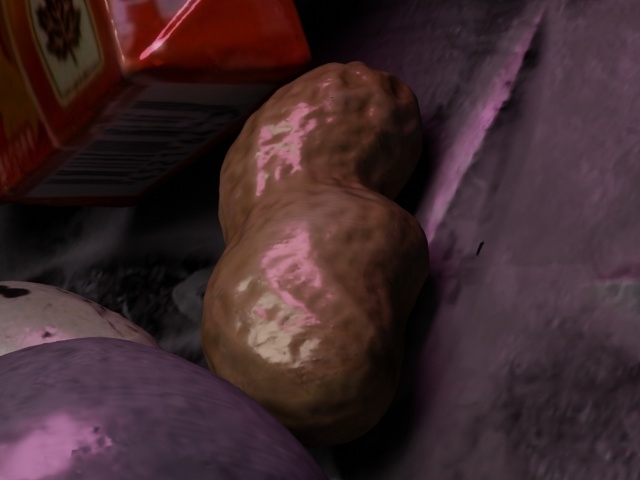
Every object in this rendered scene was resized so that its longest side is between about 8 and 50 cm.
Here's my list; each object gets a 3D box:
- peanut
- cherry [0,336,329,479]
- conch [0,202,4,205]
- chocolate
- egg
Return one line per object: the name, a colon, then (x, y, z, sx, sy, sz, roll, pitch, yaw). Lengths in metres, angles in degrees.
peanut: (0.000, -0.001, 0.908, 0.104, 0.085, 0.227, -10, 46, 13)
cherry: (-0.109, 0.159, 0.769, 0.255, 0.218, 0.296, -58, 26, 4)
conch: (-0.204, -0.087, 1.203, 0.200, 0.172, 0.131, -27, 76, -3)
chocolate: (-0.127, -0.151, 1.042, 0.237, 0.108, 0.234, -31, 75, 59)
egg: (-0.140, 0.080, 0.971, 0.164, 0.131, 0.131, -10, 51, 31)
